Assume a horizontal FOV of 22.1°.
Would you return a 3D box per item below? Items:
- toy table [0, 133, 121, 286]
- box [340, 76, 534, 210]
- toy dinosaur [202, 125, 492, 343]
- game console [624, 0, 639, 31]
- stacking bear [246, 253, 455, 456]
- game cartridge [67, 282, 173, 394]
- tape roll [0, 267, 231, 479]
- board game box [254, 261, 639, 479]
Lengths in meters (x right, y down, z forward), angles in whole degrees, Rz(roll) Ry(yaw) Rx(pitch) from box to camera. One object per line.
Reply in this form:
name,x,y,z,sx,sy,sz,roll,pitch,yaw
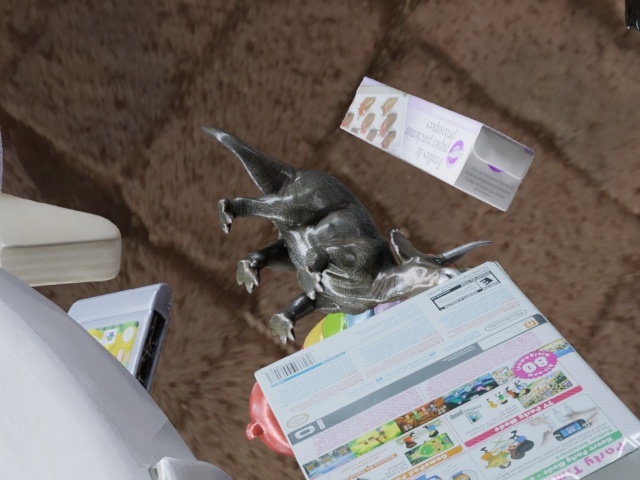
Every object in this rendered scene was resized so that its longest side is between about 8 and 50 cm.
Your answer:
toy table,-0.253,-0.015,0.905,0.252,0.161,0.274,-15,118,-18
box,0.107,-0.101,1.620,0.067,0.324,0.063,24,95,-21
toy dinosaur,0.000,0.000,1.562,0.160,0.121,0.313,-22,48,-39
game console,0.265,-0.220,1.230,0.071,0.107,0.122,-5,101,-5
stacking bear,0.046,0.151,1.848,0.289,0.175,0.164,-32,98,24
game cartridge,-0.096,0.057,0.710,0.017,0.056,0.083,47,41,-38
tape roll,-0.194,0.168,0.450,0.392,0.072,0.392,-2,79,12
board game box,0.101,0.155,1.229,0.224,0.303,0.097,-26,117,-4
